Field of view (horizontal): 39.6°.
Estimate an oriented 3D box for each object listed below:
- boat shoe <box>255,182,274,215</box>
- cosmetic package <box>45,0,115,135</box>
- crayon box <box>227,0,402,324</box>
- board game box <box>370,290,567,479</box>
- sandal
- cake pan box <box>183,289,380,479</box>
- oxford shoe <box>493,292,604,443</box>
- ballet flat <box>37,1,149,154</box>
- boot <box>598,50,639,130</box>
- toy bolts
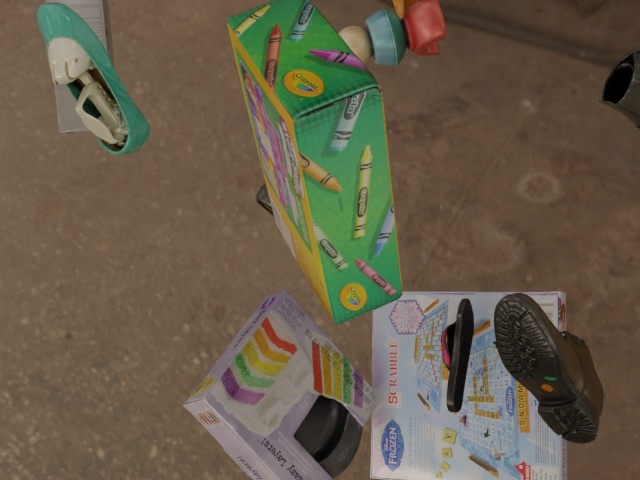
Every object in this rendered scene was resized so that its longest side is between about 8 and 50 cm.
[{"bbox_3d":[0.000,0.000,1.162,0.073,0.223,0.080,-44,19,-10],"label":"boat shoe"},{"bbox_3d":[-0.407,-0.300,1.534,0.107,0.238,0.127,-8,6,-8],"label":"cosmetic package"},{"bbox_3d":[-0.001,-0.070,0.849,0.081,0.278,0.165,-23,49,-10],"label":"crayon box"},{"bbox_3d":[0.240,0.241,1.461,0.318,0.066,0.319,0,85,25],"label":"board game box"},{"bbox_3d":[0.206,0.176,1.384,0.040,0.067,0.179,4,79,30],"label":"sandal"},{"bbox_3d":[-0.049,0.253,1.382,0.070,0.267,0.246,-22,22,49],"label":"cake pan box"},{"bbox_3d":[0.289,0.144,1.120,0.083,0.227,0.096,-9,33,43],"label":"oxford shoe"},{"bbox_3d":[-0.337,-0.228,1.290,0.083,0.247,0.087,-19,26,28],"label":"ballet flat"},{"bbox_3d":[0.428,-0.230,1.092,0.077,0.137,0.198,22,92,55],"label":"boot"},{"bbox_3d":[0.078,-0.358,1.342,0.158,0.218,0.228,-14,77,-2],"label":"toy bolts"}]
